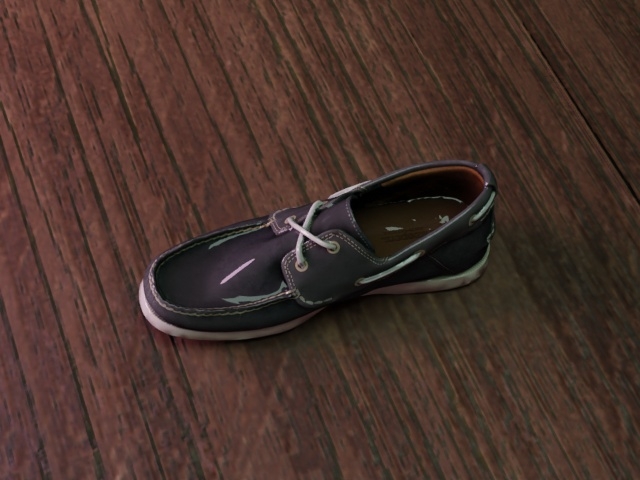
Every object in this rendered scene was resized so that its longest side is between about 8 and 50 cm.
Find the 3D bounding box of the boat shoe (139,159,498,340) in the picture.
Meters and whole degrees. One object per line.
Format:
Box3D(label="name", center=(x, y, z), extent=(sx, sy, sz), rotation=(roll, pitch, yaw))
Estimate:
Box3D(label="boat shoe", center=(0.000, 0.000, 0.756), extent=(0.233, 0.079, 0.084), rotation=(-13, 59, -13))
